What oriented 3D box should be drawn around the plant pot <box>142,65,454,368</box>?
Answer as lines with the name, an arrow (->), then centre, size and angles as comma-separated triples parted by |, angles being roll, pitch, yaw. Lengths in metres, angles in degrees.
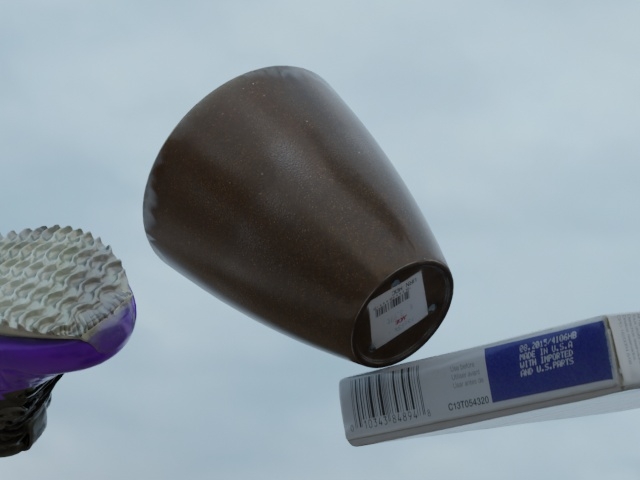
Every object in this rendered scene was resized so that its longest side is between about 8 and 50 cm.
plant pot -> 0.000, 0.000, 1.681 | 0.215, 0.230, 0.215 | -24, -44, -26

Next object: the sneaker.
sneaker -> -0.208, 0.077, 1.317 | 0.293, 0.102, 0.146 | 1, -57, 45

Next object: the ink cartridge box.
ink cartridge box -> 0.240, 0.106, 1.656 | 0.330, 0.071, 0.324 | -4, -10, -40
